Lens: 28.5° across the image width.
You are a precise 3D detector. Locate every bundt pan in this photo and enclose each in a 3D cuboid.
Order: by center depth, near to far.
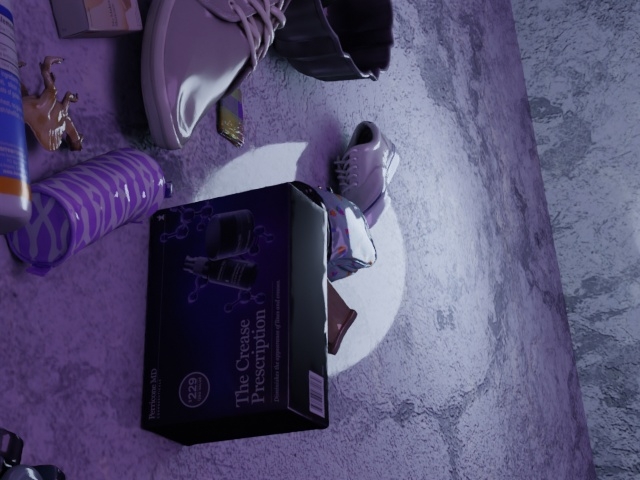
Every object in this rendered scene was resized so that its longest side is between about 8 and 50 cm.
[{"bbox_3d":[-0.007,-0.387,1.892,0.331,0.124,0.330,39,45,-54],"label":"bundt pan"}]

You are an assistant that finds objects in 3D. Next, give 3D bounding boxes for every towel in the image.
[{"bbox_3d":[-0.121,-0.171,1.682,0.060,0.009,0.083,30,52,-59],"label":"towel"}]

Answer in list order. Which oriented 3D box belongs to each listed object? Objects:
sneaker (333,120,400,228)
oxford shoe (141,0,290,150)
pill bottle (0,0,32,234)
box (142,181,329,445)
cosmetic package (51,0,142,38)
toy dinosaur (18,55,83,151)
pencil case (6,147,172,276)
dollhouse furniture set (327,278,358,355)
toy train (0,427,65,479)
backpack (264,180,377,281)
[{"bbox_3d":[0.056,-0.095,1.971,0.091,0.094,0.258,47,30,-20],"label":"sneaker"},{"bbox_3d":[-0.115,-0.275,1.567,0.449,0.130,0.169,-70,161,-48],"label":"oxford shoe"},{"bbox_3d":[-0.326,-0.139,1.033,0.152,0.152,0.272,9,71,-65],"label":"pill bottle"},{"bbox_3d":[-0.094,0.085,1.413,0.103,0.184,0.261,35,48,-54],"label":"box"},{"bbox_3d":[-0.248,-0.257,1.396,0.115,0.041,0.060,-26,104,-66],"label":"cosmetic package"},{"bbox_3d":[-0.281,-0.135,1.253,0.183,0.053,0.092,14,69,-64],"label":"toy dinosaur"},{"bbox_3d":[-0.236,-0.035,1.281,0.206,0.086,0.088,-33,137,-63],"label":"pencil case"},{"bbox_3d":[-0.070,0.121,1.562,0.183,0.129,0.129,-61,140,-21],"label":"dollhouse furniture set"},{"bbox_3d":[-0.268,0.322,0.997,0.190,0.142,0.333,64,23,-57],"label":"toy train"},{"bbox_3d":[0.000,0.000,1.747,0.182,0.115,0.151,26,54,-64],"label":"backpack"}]
